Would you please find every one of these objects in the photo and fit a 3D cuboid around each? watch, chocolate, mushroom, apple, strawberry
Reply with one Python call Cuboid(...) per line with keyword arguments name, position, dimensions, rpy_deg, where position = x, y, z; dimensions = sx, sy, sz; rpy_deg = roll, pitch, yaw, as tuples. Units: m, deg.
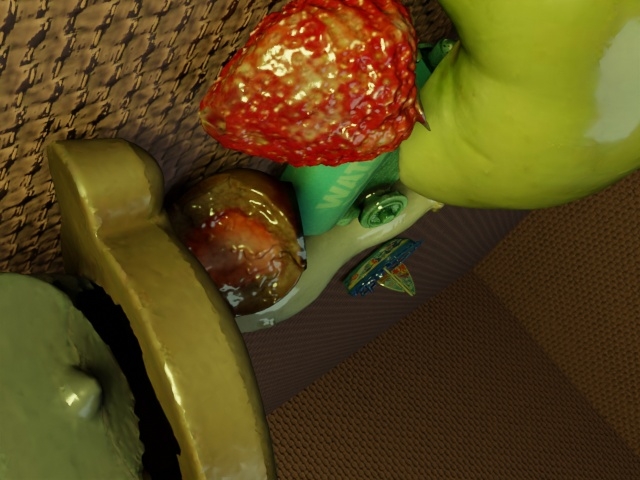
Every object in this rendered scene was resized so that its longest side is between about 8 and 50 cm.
Cuboid(name="watch", position=(-0.217, 0.144, 0.510), dimensions=(0.326, 0.314, 0.335), rpy_deg=(-21, 172, -22))
Cuboid(name="chocolate", position=(-0.082, 0.004, 0.695), dimensions=(0.133, 0.124, 0.127), rpy_deg=(-6, 163, -8))
Cuboid(name="mushroom", position=(-0.001, -0.001, 0.939), dimensions=(0.351, 0.109, 0.097), rpy_deg=(-32, 124, -24))
Cuboid(name="apple", position=(0.216, -0.205, 0.670), dimensions=(0.360, 0.312, 0.320), rpy_deg=(-36, -165, -31))
Cuboid(name="strawberry", position=(0.002, -0.103, 0.548), dimensions=(0.148, 0.131, 0.131), rpy_deg=(-41, 170, -37))

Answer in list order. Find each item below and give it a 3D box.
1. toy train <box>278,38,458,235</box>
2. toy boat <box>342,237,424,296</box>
Cuboid(name="toy train", position=(0.043, -0.095, 0.790), dimensions=(0.159, 0.101, 0.248), rpy_deg=(-8, 149, -38))
Cuboid(name="toy boat", position=(0.137, 0.064, 1.541), dimensions=(0.175, 0.110, 0.091), rpy_deg=(-42, 168, -2))
